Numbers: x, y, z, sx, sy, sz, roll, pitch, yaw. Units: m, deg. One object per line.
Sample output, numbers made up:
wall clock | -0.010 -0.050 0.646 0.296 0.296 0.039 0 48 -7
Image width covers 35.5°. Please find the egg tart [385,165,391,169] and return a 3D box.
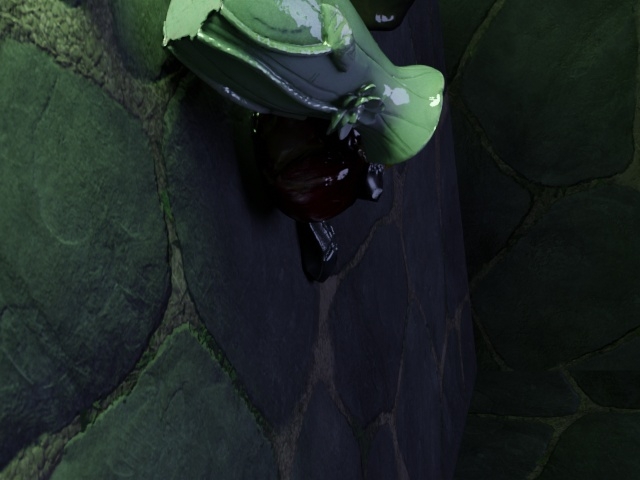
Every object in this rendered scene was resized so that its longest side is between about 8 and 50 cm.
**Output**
egg tart | 0.153 -0.284 2.510 0.295 0.116 0.294 -1 90 -74

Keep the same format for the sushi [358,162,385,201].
sushi | 0.060 -0.202 2.148 0.150 0.153 0.172 39 71 -45

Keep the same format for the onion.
onion | 0.003 -0.187 1.788 0.314 0.233 0.313 -3 90 -71

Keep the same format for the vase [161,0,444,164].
vase | -0.009 -0.280 1.523 0.445 0.250 0.249 27 56 -35

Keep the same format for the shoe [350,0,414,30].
shoe | 0.131 -0.539 2.013 0.171 0.384 0.237 -87 166 -53

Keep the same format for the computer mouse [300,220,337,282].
computer mouse | 0.000 0.000 2.045 0.106 0.062 0.192 -58 143 -63
